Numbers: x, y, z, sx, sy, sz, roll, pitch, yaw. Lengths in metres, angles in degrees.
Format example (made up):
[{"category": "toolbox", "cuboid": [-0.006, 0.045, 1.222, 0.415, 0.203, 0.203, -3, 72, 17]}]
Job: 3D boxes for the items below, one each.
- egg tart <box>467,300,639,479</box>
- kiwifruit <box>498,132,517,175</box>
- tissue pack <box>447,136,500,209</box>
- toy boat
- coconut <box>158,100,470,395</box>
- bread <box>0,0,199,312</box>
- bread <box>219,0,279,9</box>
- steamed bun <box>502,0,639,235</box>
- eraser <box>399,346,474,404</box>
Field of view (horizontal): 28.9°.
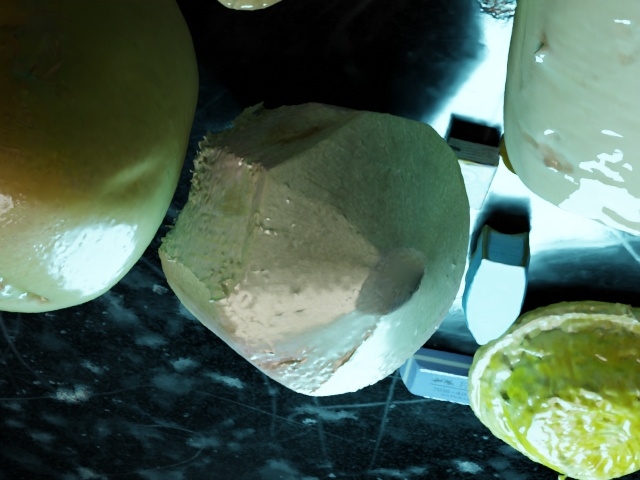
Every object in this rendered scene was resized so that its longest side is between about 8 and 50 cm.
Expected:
[{"category": "egg tart", "cuboid": [0.349, 0.212, 1.608, 0.318, 0.128, 0.319, 1, 131, 2]}, {"category": "kiwifruit", "cuboid": [0.247, -0.098, 1.290, 0.124, 0.075, 0.075, -5, 142, 14]}, {"category": "tissue pack", "cuboid": [0.160, -0.074, 1.378, 0.063, 0.035, 0.083, 12, 146, -2]}, {"category": "toy boat", "cuboid": [0.213, 0.056, 1.526, 0.075, 0.077, 0.186, 9, 135, 5]}, {"category": "coconut", "cuboid": [0.000, 0.000, 1.278, 0.297, 0.298, 0.309, 33, 172, -28]}, {"category": "bread", "cuboid": [-0.284, -0.129, 1.128, 0.348, 0.376, 0.253, 25, 141, -16]}, {"category": "bread", "cuboid": [-0.009, -0.315, 0.977, 0.315, 0.054, 0.316, -14, 139, -12]}, {"category": "steamed bun", "cuboid": [0.379, -0.181, 0.963, 0.455, 0.290, 0.371, 6, 150, 8]}, {"category": "eraser", "cuboid": [0.222, 0.198, 1.735, 0.225, 0.036, 0.082, 11, 146, 0]}]
